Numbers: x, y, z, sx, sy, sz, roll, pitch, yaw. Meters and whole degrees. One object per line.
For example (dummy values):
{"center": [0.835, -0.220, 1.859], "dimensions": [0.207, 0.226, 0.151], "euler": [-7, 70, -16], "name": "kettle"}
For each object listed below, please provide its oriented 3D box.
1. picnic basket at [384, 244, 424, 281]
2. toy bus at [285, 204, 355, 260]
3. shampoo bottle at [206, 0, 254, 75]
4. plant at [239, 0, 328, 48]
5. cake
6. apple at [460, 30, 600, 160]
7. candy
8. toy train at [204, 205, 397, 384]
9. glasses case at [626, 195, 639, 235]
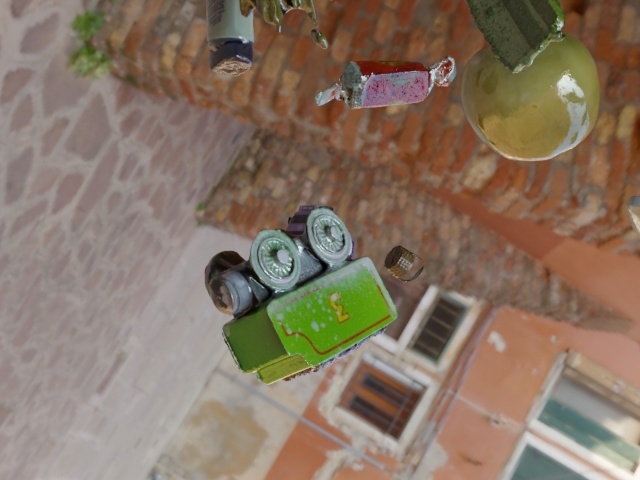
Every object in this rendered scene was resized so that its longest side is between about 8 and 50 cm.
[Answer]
{"center": [0.190, 0.057, 2.084], "dimensions": [0.072, 0.083, 0.072], "euler": [-42, -152, 29], "name": "picnic basket"}
{"center": [0.000, 0.000, 1.975], "dimensions": [0.178, 0.087, 0.098], "euler": [38, 60, -53], "name": "toy bus"}
{"center": [-0.189, -0.510, 1.881], "dimensions": [0.134, 0.078, 0.359], "euler": [-17, -109, 52], "name": "shampoo bottle"}
{"center": [-0.044, -0.514, 1.513], "dimensions": [0.333, 0.180, 0.251], "euler": [95, -5, -52], "name": "plant"}
{"center": [0.241, -0.314, 1.218], "dimensions": [0.100, 0.099, 0.235], "euler": [-46, -157, 29], "name": "cake"}
{"center": [0.409, -0.285, 1.810], "dimensions": [0.262, 0.262, 0.262], "euler": [-59, 175, -9], "name": "apple"}
{"center": [0.120, -0.283, 1.671], "dimensions": [0.292, 0.059, 0.086], "euler": [-10, 126, -25], "name": "candy"}
{"center": [-0.038, 0.093, 1.530], "dimensions": [0.307, 0.248, 0.173], "euler": [-23, 177, -46], "name": "toy train"}
{"center": [0.652, -0.041, 1.847], "dimensions": [0.045, 0.067, 0.178], "euler": [-62, 148, -8], "name": "glasses case"}
